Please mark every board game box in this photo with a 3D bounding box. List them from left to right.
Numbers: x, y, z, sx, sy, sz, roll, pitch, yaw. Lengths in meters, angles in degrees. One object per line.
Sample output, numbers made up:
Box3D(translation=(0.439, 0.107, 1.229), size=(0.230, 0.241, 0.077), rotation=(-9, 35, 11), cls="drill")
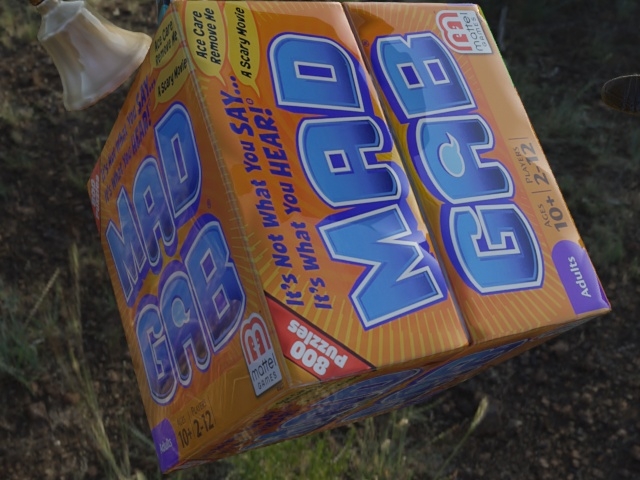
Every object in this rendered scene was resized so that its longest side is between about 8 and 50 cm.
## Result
Box3D(translation=(0.000, 0.000, 0.930), size=(0.356, 0.356, 0.356), rotation=(-9, 71, -31), cls="board game box")

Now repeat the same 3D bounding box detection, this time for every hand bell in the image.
Box3D(translation=(-0.304, -0.268, 0.926), size=(0.126, 0.242, 0.126), rotation=(-26, 34, 20), cls="hand bell")

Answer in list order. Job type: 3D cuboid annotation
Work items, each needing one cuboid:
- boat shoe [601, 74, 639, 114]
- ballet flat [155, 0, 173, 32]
Box3D(translation=(0.468, -0.201, 1.205), size=(0.152, 0.056, 0.049), rotation=(6, 10, 20), cls="boat shoe")
Box3D(translation=(-0.215, -0.353, 1.340), size=(0.077, 0.091, 0.241), rotation=(1, 82, -23), cls="ballet flat")
